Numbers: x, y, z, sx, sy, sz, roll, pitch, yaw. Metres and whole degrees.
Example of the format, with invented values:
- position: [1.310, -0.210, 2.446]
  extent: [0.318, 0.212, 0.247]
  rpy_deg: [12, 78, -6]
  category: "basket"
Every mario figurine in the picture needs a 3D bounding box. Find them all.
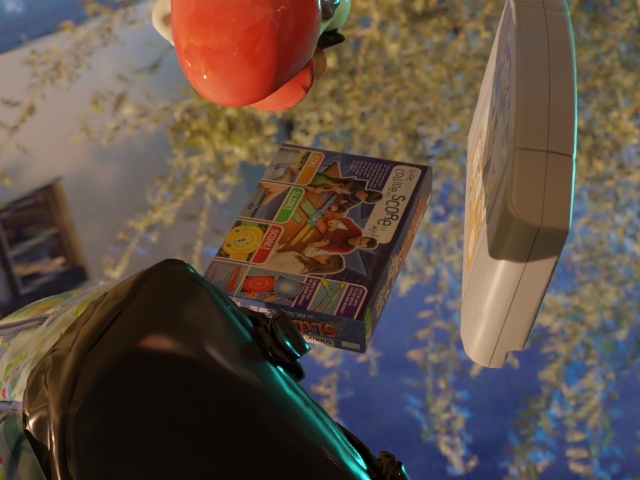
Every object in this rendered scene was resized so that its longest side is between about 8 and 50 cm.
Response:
- position: [0.001, -0.202, 1.043]
  extent: [0.198, 0.170, 0.320]
  rpy_deg: [-37, -164, 53]
  category: "mario figurine"

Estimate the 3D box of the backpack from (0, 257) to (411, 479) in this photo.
- position: [-0.143, 0.164, 0.883]
  extent: [0.273, 0.290, 0.355]
  rpy_deg: [-44, -157, -17]
  category: "backpack"

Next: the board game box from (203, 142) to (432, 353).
- position: [0.000, 0.000, 1.114]
  extent: [0.136, 0.035, 0.201]
  rpy_deg: [10, -139, 16]
  category: "board game box"

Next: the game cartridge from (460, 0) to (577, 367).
- position: [0.162, -0.069, 1.146]
  extent: [0.062, 0.198, 0.297]
  rpy_deg: [7, -134, 1]
  category: "game cartridge"
